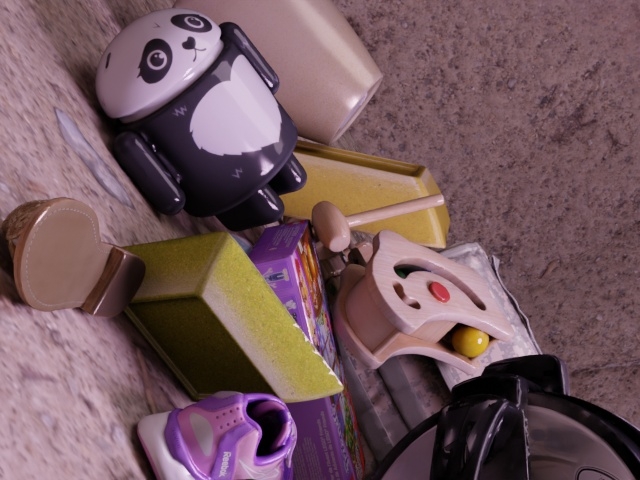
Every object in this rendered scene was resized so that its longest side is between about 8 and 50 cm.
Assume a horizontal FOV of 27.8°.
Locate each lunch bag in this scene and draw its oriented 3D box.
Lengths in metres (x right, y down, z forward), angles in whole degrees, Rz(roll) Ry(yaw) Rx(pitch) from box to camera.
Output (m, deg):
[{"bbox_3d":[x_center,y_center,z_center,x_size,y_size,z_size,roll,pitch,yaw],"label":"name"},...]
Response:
[{"bbox_3d":[0.135,0.159,1.636,0.235,0.287,0.169,63,10,22],"label":"lunch bag"}]

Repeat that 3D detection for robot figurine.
[{"bbox_3d":[-0.136,-0.140,1.510,0.278,0.173,0.209,52,13,-22],"label":"robot figurine"}]

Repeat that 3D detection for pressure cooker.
[{"bbox_3d":[0.224,0.345,1.241,0.420,0.375,0.370,32,11,-46],"label":"pressure cooker"}]

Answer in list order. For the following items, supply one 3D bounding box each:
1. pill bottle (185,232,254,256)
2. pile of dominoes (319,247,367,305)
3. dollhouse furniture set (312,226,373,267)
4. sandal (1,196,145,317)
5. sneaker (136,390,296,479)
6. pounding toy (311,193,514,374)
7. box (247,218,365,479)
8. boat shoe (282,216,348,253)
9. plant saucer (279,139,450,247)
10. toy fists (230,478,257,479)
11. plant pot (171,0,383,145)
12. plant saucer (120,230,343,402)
[{"bbox_3d":[-0.117,0.036,1.332,0.087,0.087,0.160,59,10,3],"label":"pill bottle"},{"bbox_3d":[0.055,0.146,1.826,0.251,0.040,0.196,62,-28,17],"label":"pile of dominoes"},{"bbox_3d":[0.114,0.082,2.032,0.242,0.161,0.212,60,1,-41],"label":"dollhouse furniture set"},{"bbox_3d":[-0.217,0.007,1.031,0.079,0.088,0.240,29,-6,15],"label":"sandal"},{"bbox_3d":[-0.061,0.181,1.122,0.095,0.104,0.236,61,9,22],"label":"sneaker"},{"bbox_3d":[0.113,0.052,1.438,0.269,0.155,0.154,24,35,-29],"label":"pounding toy"},{"bbox_3d":[-0.012,0.139,1.364,0.201,0.057,0.293,-68,145,-77],"label":"box"},{"bbox_3d":[-0.001,0.000,2.108,0.178,0.064,0.060,48,16,-37],"label":"boat shoe"},{"bbox_3d":[0.019,-0.079,1.762,0.333,0.332,0.081,-47,149,-80],"label":"plant saucer"},{"bbox_3d":[-0.027,0.302,0.945,0.279,0.096,0.142,60,8,15],"label":"toy fists"},{"bbox_3d":[-0.057,-0.265,1.838,0.274,0.256,0.256,39,9,3],"label":"plant pot"},{"bbox_3d":[-0.099,0.084,1.160,0.188,0.188,0.045,55,54,-22],"label":"plant saucer"}]
